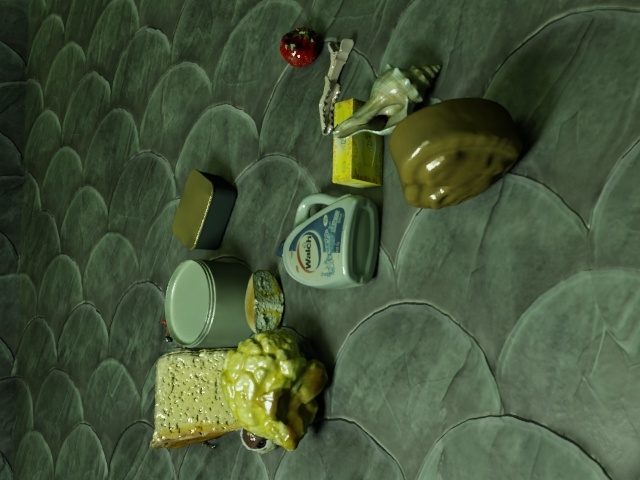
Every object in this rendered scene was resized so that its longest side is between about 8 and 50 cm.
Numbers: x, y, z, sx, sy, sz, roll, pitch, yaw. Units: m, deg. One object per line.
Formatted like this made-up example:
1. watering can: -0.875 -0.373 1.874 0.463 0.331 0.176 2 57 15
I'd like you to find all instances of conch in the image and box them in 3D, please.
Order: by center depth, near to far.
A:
1. conch: 0.155 -0.272 1.503 0.137 0.114 0.234 38 101 29

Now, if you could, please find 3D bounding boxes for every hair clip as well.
1. hair clip: 0.023 -0.360 1.720 0.072 0.034 0.226 25 105 52

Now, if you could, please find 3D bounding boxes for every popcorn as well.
1. popcorn: -0.098 0.334 1.635 0.237 0.206 0.251 -47 62 16

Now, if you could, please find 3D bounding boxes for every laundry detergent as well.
1. laundry detergent: 0.000 0.000 1.638 0.280 0.105 0.215 2 86 51

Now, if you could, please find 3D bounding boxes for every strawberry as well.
1. strawberry: -0.050 -0.460 1.781 0.106 0.106 0.106 -10 77 48

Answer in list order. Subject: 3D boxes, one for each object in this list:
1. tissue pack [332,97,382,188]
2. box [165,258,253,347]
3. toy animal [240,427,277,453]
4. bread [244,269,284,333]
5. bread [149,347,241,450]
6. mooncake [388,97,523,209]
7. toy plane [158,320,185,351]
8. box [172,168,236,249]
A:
1. tissue pack: 0.082 -0.206 1.579 0.062 0.095 0.176 -5 80 50
2. box: -0.283 0.164 1.906 0.226 0.149 0.226 -11 75 49
3. toy animal: -0.157 0.456 1.755 0.137 0.098 0.098 -5 80 49
4. bread: -0.145 0.161 1.797 0.094 0.083 0.157 -37 56 43
5. bread: -0.316 0.435 1.970 0.315 0.279 0.249 83 -179 -74
6. mooncake: 0.241 -0.149 1.301 0.235 0.234 0.117 -40 52 38
7. toy plane: -0.410 0.246 2.105 0.126 0.077 0.194 -58 36 13
8. box: -0.318 -0.081 2.029 0.144 0.090 0.201 37 111 46
